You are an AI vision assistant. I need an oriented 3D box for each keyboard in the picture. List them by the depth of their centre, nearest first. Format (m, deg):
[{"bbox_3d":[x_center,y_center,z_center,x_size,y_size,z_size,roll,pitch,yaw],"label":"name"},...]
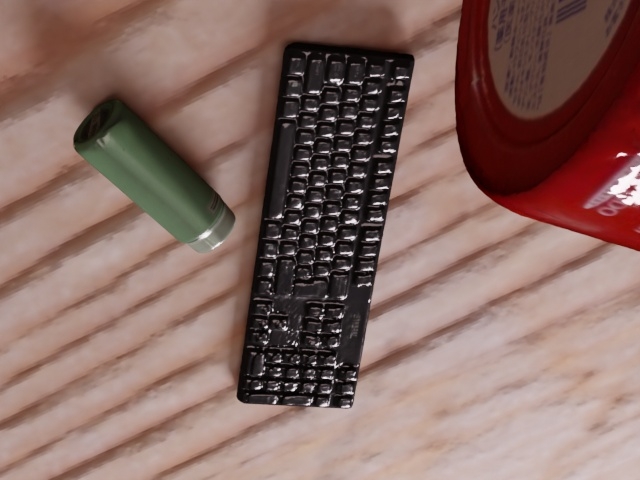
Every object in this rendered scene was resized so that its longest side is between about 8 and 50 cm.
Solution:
[{"bbox_3d":[0.000,0.000,0.771,0.061,0.013,0.204,4,123,-8],"label":"keyboard"}]

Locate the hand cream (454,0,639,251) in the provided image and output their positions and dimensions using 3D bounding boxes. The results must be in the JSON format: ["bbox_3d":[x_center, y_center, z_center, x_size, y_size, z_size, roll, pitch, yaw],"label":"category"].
[{"bbox_3d":[0.154,-0.099,0.599,0.149,0.230,0.230,14,121,-18],"label":"hand cream"}]

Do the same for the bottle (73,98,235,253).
[{"bbox_3d":[-0.075,-0.028,0.735,0.030,0.030,0.083,-36,120,17],"label":"bottle"}]
